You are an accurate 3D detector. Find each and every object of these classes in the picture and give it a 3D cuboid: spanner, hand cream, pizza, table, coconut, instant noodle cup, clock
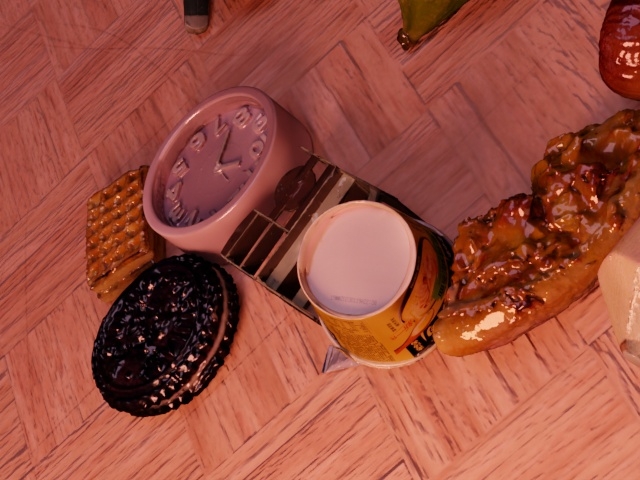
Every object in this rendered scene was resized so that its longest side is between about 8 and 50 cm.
[{"bbox_3d":[-0.168,-0.402,2.232,0.040,0.095,0.324,-3,51,-4],"label":"spanner"},{"bbox_3d":[0.039,0.112,1.678,0.093,0.019,0.030,-15,52,46],"label":"hand cream"},{"bbox_3d":[0.206,-0.017,1.554,0.305,0.085,0.161,-49,37,2],"label":"pizza"},{"bbox_3d":[0.000,0.000,1.763,0.146,0.062,0.175,-54,40,-3],"label":"table"},{"bbox_3d":[0.295,0.038,1.373,0.152,0.147,0.147,-52,37,-14],"label":"coconut"},{"bbox_3d":[0.049,0.032,1.604,0.151,0.122,0.151,-7,69,19],"label":"instant noodle cup"},{"bbox_3d":[-0.104,-0.073,1.922,0.197,0.068,0.196,-25,45,29],"label":"clock"}]

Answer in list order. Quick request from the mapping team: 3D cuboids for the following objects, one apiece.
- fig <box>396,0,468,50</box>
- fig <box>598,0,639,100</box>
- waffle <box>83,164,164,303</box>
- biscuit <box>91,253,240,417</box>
[{"bbox_3d":[0.129,-0.321,1.839,0.203,0.235,0.203,0,30,0],"label":"fig"},{"bbox_3d":[0.316,-0.184,1.549,0.153,0.119,0.119,-5,58,44],"label":"fig"},{"bbox_3d":[-0.228,-0.009,2.015,0.102,0.042,0.148,-32,42,26],"label":"waffle"},{"bbox_3d":[-0.168,0.102,1.860,0.195,0.053,0.194,-26,46,30],"label":"biscuit"}]
